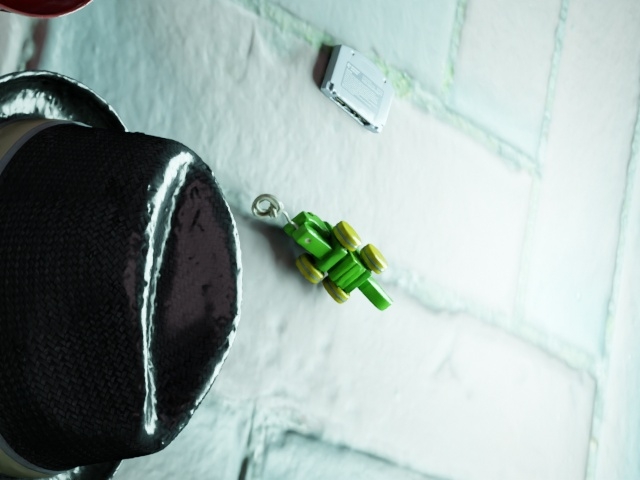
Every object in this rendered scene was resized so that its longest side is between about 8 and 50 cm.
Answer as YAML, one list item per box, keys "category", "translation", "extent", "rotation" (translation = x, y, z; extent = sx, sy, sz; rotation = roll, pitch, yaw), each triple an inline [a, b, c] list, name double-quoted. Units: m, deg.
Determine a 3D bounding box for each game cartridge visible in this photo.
- category: "game cartridge"
  translation: [0.035, -0.143, 1.602]
  extent: [0.083, 0.017, 0.056]
  rotation: [37, 63, -39]

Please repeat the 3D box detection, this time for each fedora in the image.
- category: "fedora"
  translation: [-0.156, 0.039, 1.237]
  extent: [0.334, 0.152, 0.334]
  rotation: [9, 79, -59]

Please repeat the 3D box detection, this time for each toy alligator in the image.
- category: "toy alligator"
  translation: [0.000, 0.000, 1.526]
  extent: [0.190, 0.056, 0.051]
  rotation: [40, 16, -36]

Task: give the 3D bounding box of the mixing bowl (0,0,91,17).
- category: "mixing bowl"
  translation: [-0.241, -0.244, 1.251]
  extent: [0.181, 0.098, 0.181]
  rotation: [5, 83, -47]
